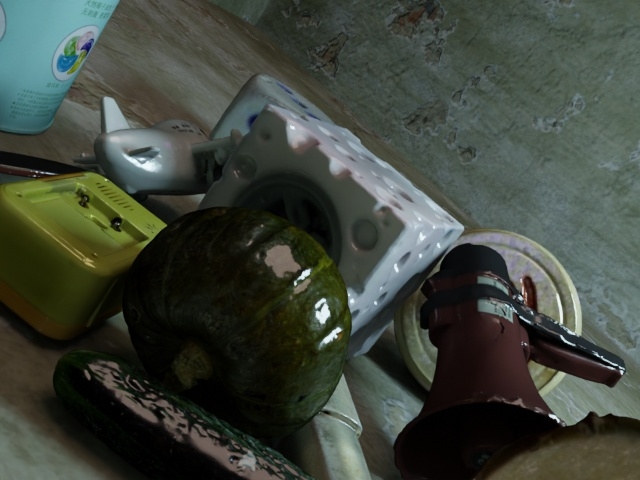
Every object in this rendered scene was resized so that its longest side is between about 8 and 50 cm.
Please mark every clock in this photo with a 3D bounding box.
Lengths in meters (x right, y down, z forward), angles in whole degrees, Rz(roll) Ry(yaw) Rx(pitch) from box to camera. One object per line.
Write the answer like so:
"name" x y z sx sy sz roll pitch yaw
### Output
"clock" -0.242 0.008 0.779 0.143 0.096 0.202 35 15 5

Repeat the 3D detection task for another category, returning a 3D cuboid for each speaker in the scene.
"speaker" 0.238 0.142 0.938 0.259 0.198 0.330 1 39 16

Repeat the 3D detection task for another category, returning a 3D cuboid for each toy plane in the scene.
"toy plane" -0.207 -0.112 1.026 0.244 0.118 0.245 -5 -2 0

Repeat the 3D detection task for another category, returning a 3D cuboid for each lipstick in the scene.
"lipstick" -0.003 0.194 0.775 0.077 0.079 0.253 28 17 -23

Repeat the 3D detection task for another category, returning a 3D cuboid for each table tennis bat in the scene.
"table tennis bat" -0.375 -0.090 0.839 0.154 0.021 0.274 19 9 42

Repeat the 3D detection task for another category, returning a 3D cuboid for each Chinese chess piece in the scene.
"Chinese chess piece" 0.242 0.116 1.150 0.270 0.270 0.112 40 0 13

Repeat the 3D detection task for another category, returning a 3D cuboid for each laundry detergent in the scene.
"laundry detergent" -0.416 -0.346 1.031 0.287 0.305 0.287 32 17 -11

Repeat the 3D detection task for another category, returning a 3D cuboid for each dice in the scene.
"dice" -0.091 -0.172 1.408 0.191 0.194 0.193 34 18 -5

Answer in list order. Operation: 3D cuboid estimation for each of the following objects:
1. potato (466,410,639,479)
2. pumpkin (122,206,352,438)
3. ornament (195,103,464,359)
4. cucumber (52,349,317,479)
"potato" 0.246 0.355 0.595 0.296 0.289 0.397 59 27 -25
"pumpkin" -0.077 0.077 0.705 0.223 0.224 0.157 39 43 9
"ornament" 0.000 0.000 1.034 0.240 0.239 0.239 42 17 20
"cucumber" -0.115 0.168 0.642 0.241 0.074 0.074 33 16 -1
